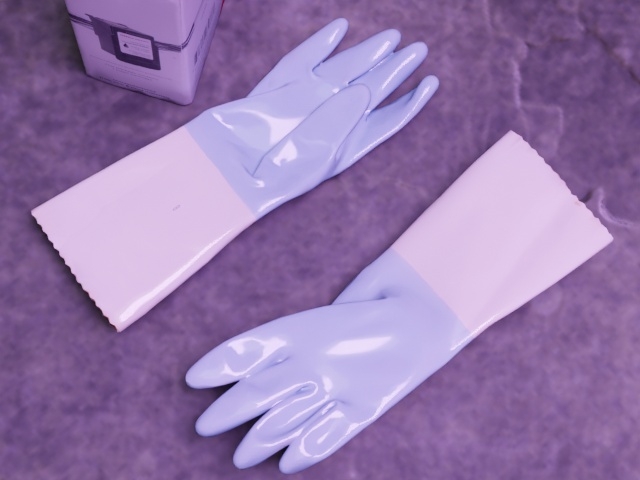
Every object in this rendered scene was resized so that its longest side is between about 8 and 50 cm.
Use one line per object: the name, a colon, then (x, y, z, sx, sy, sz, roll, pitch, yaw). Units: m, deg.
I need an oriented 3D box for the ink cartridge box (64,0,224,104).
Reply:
ink cartridge box: (-0.079, -0.147, 0.615, 0.063, 0.150, 0.109, 17, 76, -1)

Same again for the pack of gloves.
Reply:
pack of gloves: (0.000, 0.000, 0.654, 0.232, 0.046, 0.195, -35, 70, -14)
